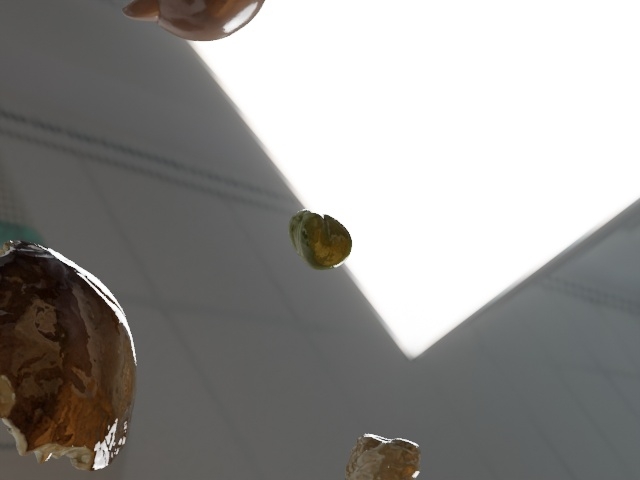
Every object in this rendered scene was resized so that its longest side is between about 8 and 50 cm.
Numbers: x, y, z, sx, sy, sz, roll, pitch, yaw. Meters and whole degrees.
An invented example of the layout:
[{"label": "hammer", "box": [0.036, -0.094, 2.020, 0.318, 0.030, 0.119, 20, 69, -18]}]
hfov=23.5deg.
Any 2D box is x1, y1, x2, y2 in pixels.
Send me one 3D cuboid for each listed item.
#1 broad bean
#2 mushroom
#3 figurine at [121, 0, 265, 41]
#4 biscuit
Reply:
[{"label": "broad bean", "box": [0.000, 0.000, 1.740, 0.083, 0.063, 0.045, 37, 171, -33]}, {"label": "mushroom", "box": [-0.316, 0.109, 1.525, 0.208, 0.302, 0.233, -58, -44, -27]}, {"label": "figurine", "box": [-0.108, -0.245, 1.421, 0.125, 0.125, 0.138, 53, -151, 8]}, {"label": "biscuit", "box": [0.025, 0.245, 1.098, 0.055, 0.061, 0.219, 30, -112, -42]}]
